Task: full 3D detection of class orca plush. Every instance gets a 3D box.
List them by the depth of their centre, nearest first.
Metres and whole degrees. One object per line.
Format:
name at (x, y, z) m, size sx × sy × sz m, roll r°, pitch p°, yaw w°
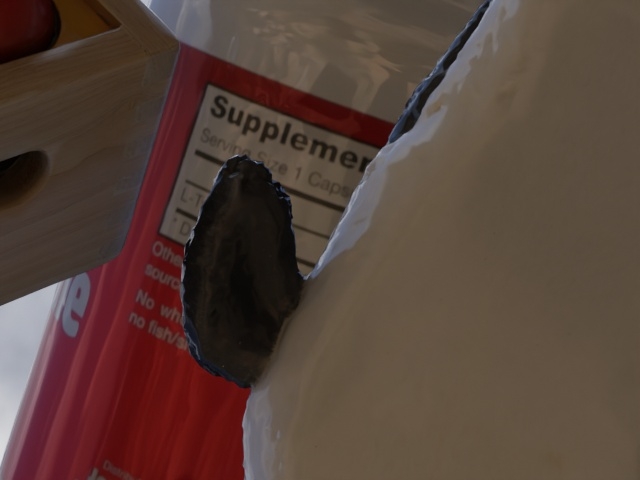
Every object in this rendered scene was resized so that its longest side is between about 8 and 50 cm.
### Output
orca plush at (0.040, 0.000, 0.467) m, size 0.151 × 0.102 × 0.287 m, roll 3°, pitch -103°, yaw -4°

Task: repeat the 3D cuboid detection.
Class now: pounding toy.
pounding toy at (-0.114, -0.037, 0.386) m, size 0.141 × 0.100 × 0.130 m, roll -23°, pitch -122°, yaw -38°

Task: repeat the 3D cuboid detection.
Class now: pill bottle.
pill bottle at (0.000, 0.000, 0.845) m, size 0.229 × 0.229 × 0.408 m, roll 19°, pitch -81°, yaw -3°
